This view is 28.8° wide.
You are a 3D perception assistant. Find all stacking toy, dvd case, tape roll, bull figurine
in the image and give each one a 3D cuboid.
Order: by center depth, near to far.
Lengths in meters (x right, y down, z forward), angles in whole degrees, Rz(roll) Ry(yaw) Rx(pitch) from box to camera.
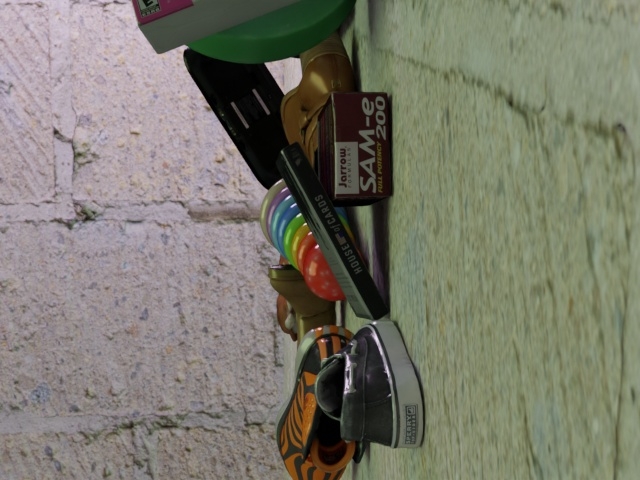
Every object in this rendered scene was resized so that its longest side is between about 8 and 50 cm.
[{"bbox_3d":[0.011,-0.009,1.598,0.239,0.029,0.179,61,175,-1],"label":"dvd case"},{"bbox_3d":[-0.095,-0.401,1.696,0.077,0.321,0.321,101,168,-71],"label":"tape roll"},{"bbox_3d":[0.000,0.000,1.864,0.330,0.141,0.141,-125,34,-70],"label":"stacking toy"},{"bbox_3d":[-0.031,0.031,2.299,0.188,0.101,0.311,141,128,-82],"label":"bull figurine"}]

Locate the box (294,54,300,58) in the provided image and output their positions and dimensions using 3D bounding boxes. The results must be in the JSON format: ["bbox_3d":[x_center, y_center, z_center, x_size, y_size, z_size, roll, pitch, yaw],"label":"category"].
[{"bbox_3d":[-0.090,-0.480,2.045,0.395,0.211,0.294,179,96,-82],"label":"box"}]

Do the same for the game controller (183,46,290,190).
[{"bbox_3d":[-0.127,-0.244,2.292,0.067,0.166,0.319,-26,99,50],"label":"game controller"}]

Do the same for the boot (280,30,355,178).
[{"bbox_3d":[0.010,-0.159,1.912,0.283,0.109,0.220,106,161,-48],"label":"boot"}]

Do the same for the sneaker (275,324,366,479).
[{"bbox_3d":[-0.001,0.296,1.829,0.180,0.124,0.321,-95,7,-53],"label":"sneaker"}]

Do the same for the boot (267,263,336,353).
[{"bbox_3d":[-0.016,0.174,2.046,0.236,0.089,0.270,6,-96,-67],"label":"boot"}]

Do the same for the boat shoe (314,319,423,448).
[{"bbox_3d":[0.043,0.161,1.406,0.301,0.102,0.108,-111,21,-76],"label":"boat shoe"}]

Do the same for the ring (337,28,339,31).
[{"bbox_3d":[0.007,-0.323,2.246,0.336,0.032,0.337,179,90,-85],"label":"ring"}]

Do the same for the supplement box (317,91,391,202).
[{"bbox_3d":[0.040,-0.112,1.595,0.239,0.073,0.130,173,95,-86],"label":"supplement box"}]

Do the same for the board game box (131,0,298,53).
[{"bbox_3d":[-0.155,-0.420,1.583,0.097,0.224,0.303,54,-163,-69],"label":"board game box"}]
